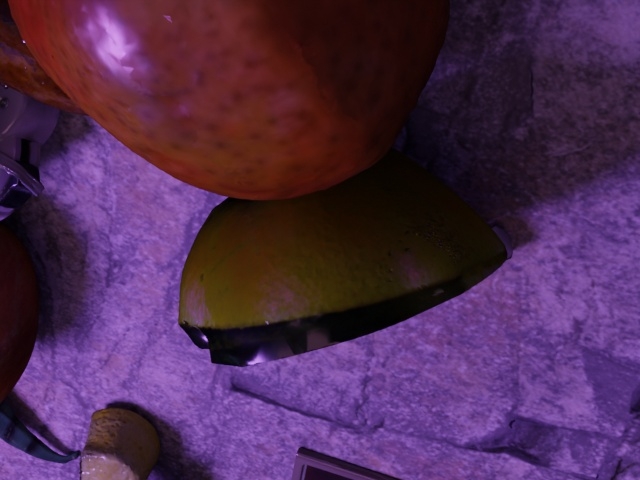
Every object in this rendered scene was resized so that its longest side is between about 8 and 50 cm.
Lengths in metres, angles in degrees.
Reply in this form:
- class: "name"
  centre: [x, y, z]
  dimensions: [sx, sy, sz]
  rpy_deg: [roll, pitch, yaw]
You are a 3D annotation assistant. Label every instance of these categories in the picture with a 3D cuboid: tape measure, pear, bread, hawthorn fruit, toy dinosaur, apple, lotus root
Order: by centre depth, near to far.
- class: "hawthorn fruit"
  centre: [-0.081, -0.265, 1.364]
  dimensions: [0.472, 0.471, 0.471]
  rpy_deg: [8, 120, 15]
- class: "pear"
  centre: [0.002, -0.005, 1.528]
  dimensions: [0.399, 0.399, 0.165]
  rpy_deg: [-14, 99, 25]
- class: "lotus root"
  centre: [-0.335, -0.263, 1.601]
  dimensions: [0.291, 0.193, 0.193]
  rpy_deg: [26, 123, 1]
- class: "tape measure"
  centre: [-0.455, -0.117, 1.733]
  dimensions: [0.236, 0.120, 0.197]
  rpy_deg: [-6, 82, 24]
- class: "apple"
  centre: [-0.519, 0.089, 1.829]
  dimensions: [0.302, 0.301, 0.301]
  rpy_deg: [8, 120, 15]
- class: "bread"
  centre: [-0.301, 0.323, 1.957]
  dimensions: [0.111, 0.114, 0.129]
  rpy_deg: [7, 124, 8]
- class: "toy dinosaur"
  centre: [-0.520, 0.278, 2.030]
  dimensions: [0.292, 0.079, 0.120]
  rpy_deg: [43, 124, -11]

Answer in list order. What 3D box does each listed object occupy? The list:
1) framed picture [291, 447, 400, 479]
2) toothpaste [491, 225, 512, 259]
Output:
- class: "framed picture"
  centre: [0.044, 0.452, 1.964]
  dimensions: [0.211, 0.020, 0.289]
  rpy_deg: [17, 121, 9]
- class: "toothpaste"
  centre: [0.151, 0.035, 1.681]
  dimensions: [0.193, 0.045, 0.071]
  rpy_deg: [-27, 98, 36]
